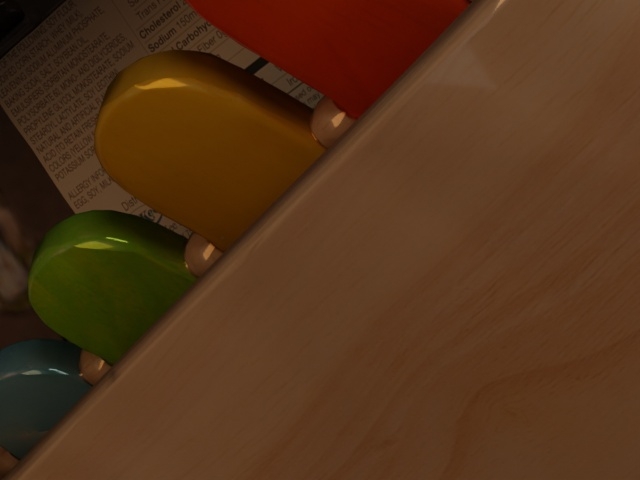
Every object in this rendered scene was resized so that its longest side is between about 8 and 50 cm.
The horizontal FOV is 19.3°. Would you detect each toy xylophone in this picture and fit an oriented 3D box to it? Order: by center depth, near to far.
[{"bbox_3d":[0.000,0.000,0.404,0.236,0.081,0.323,36,128,-26],"label":"toy xylophone"}]

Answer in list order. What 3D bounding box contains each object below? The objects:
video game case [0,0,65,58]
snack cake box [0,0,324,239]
[{"bbox_3d":[-0.107,-0.095,0.510,0.026,0.196,0.274,32,131,-29],"label":"video game case"},{"bbox_3d":[0.035,-0.085,0.484,0.264,0.089,0.152,-34,90,35],"label":"snack cake box"}]
